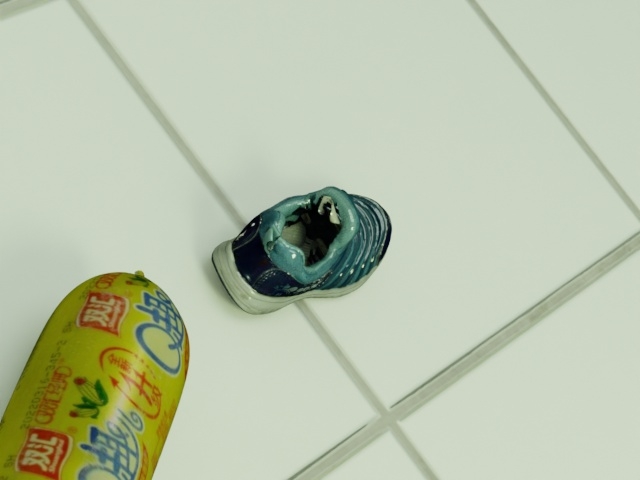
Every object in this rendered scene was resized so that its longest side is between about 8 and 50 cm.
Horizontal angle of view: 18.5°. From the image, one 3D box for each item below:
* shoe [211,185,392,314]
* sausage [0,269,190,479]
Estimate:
[{"bbox_3d":[0.000,0.000,1.762,0.207,0.106,0.091,-18,73,-50],"label":"shoe"},{"bbox_3d":[-0.182,0.151,1.491,0.123,0.123,0.347,32,45,-15],"label":"sausage"}]
